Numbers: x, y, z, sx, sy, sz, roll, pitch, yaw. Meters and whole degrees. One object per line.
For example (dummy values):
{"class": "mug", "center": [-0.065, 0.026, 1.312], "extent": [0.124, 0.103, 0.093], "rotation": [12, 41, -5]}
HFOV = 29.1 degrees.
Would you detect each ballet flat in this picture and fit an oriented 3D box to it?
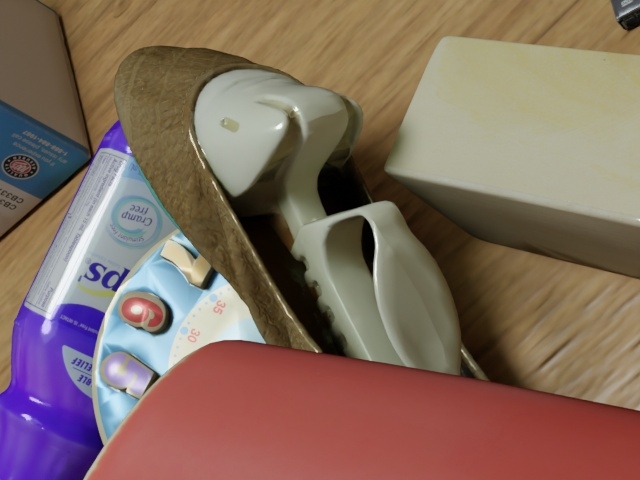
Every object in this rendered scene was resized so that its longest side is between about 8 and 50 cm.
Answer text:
{"class": "ballet flat", "center": [0.000, 0.000, 0.657], "extent": [0.342, 0.116, 0.124], "rotation": [61, 148, 20]}

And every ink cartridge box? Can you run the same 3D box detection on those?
{"class": "ink cartridge box", "center": [-0.369, -0.095, 1.037], "extent": [0.270, 0.198, 0.197], "rotation": [-38, 49, 21]}

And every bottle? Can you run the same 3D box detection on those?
{"class": "bottle", "center": [-0.140, 0.059, 0.814], "extent": [0.282, 0.118, 0.092], "rotation": [-65, 22, -7]}

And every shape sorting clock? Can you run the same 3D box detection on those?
{"class": "shape sorting clock", "center": [-0.039, 0.075, 0.730], "extent": [0.206, 0.040, 0.206], "rotation": [-2, 75, 8]}

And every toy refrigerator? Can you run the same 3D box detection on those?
{"class": "toy refrigerator", "center": [0.173, -0.035, 0.610], "extent": [0.270, 0.102, 0.094], "rotation": [16, 79, 45]}

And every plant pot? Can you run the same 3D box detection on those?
{"class": "plant pot", "center": [0.037, 0.167, 0.447], "extent": [0.243, 0.275, 0.274], "rotation": [20, 81, 17]}

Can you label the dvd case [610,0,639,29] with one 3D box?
{"class": "dvd case", "center": [0.228, -0.249, 0.735], "extent": [0.165, 0.018, 0.221], "rotation": [-26, 53, 29]}
